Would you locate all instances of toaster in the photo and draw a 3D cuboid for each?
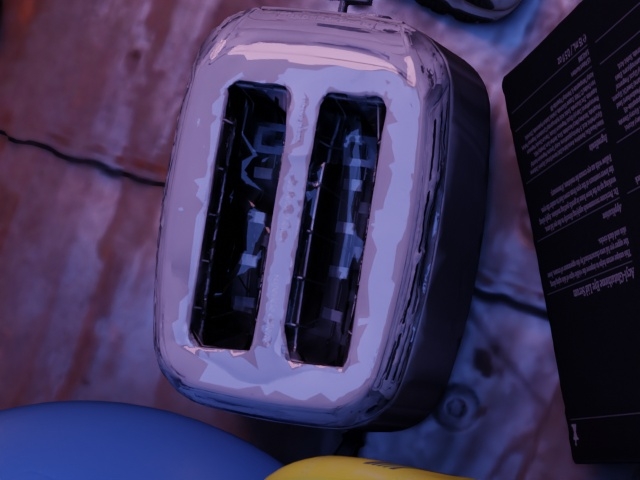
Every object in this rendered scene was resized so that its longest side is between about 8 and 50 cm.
[{"bbox_3d":[0.000,0.000,0.672,0.129,0.146,0.227,9,87,13],"label":"toaster"}]

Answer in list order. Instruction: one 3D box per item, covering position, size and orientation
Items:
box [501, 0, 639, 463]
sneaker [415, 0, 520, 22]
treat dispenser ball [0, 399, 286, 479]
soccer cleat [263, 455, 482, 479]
[{"bbox_3d":[0.161,-0.012,0.573,0.103,0.261,0.184,-6,83,-8],"label":"box"},{"bbox_3d":[0.031,-0.169,0.733,0.170,0.068,0.071,29,76,4],"label":"sneaker"},{"bbox_3d":[-0.096,0.209,0.600,0.288,0.288,0.288,-1,85,12],"label":"treat dispenser ball"},{"bbox_3d":[0.114,0.122,0.522,0.289,0.121,0.093,12,122,0],"label":"soccer cleat"}]
